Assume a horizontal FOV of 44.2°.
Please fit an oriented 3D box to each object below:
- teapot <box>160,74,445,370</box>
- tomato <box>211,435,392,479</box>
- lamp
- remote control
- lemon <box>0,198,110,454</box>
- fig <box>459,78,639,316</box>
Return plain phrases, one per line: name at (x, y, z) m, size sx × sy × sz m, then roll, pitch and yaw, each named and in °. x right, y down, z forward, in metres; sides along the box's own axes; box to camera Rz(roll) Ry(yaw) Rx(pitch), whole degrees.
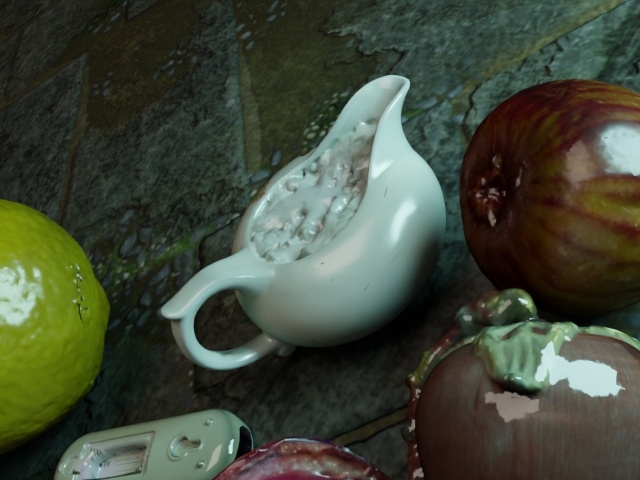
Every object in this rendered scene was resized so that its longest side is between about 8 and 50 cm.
teapot at (0.000, 0.000, 0.688) m, size 0.204 × 0.139 × 0.298 m, roll 27°, pitch 74°, yaw 46°
tomato at (-0.008, 0.233, 0.527) m, size 0.173 × 0.099 × 0.189 m, roll -37°, pitch 77°, yaw -17°
lamp at (0.149, 0.136, 0.455) m, size 0.215 × 0.151 × 0.223 m, roll -11°, pitch 89°, yaw 35°
remote control at (-0.159, 0.201, 0.714) m, size 0.221 × 0.042 × 0.078 m, roll -17°, pitch 45°, yaw 28°
lemon at (-0.359, 0.088, 0.800) m, size 0.293 × 0.293 × 0.293 m, roll -22°, pitch 44°, yaw 23°
fig at (0.207, -0.026, 0.550) m, size 0.175 × 0.207 × 0.175 m, roll 180°, pitch 90°, yaw -67°
